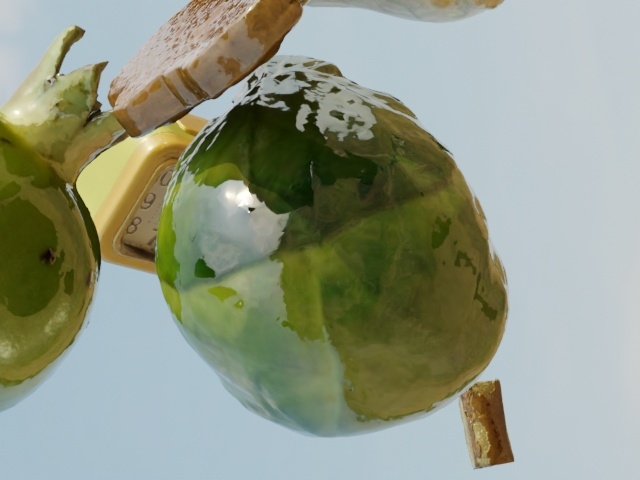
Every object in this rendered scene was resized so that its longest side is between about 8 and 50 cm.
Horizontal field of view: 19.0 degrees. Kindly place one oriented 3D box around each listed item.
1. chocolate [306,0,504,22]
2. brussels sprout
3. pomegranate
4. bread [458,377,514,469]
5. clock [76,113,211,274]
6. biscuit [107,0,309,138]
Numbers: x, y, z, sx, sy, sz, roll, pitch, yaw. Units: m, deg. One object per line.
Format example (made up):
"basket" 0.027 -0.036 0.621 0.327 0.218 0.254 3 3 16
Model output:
"chocolate" 0.061 -0.304 2.050 0.134 0.309 0.134 10 -90 -70
"brussels sprout" 0.000 0.000 1.285 0.210 0.219 0.271 60 -169 -46
"pomegranate" -0.269 -0.012 1.446 0.260 0.341 0.260 40 -171 -8
"bread" 0.153 0.171 1.784 0.047 0.036 0.083 -9 -92 -40
"clock" -0.120 -0.038 1.790 0.202 0.143 0.096 16 -152 -39
"biscuit" -0.057 -0.139 1.244 0.044 0.295 0.186 47 -110 -12
